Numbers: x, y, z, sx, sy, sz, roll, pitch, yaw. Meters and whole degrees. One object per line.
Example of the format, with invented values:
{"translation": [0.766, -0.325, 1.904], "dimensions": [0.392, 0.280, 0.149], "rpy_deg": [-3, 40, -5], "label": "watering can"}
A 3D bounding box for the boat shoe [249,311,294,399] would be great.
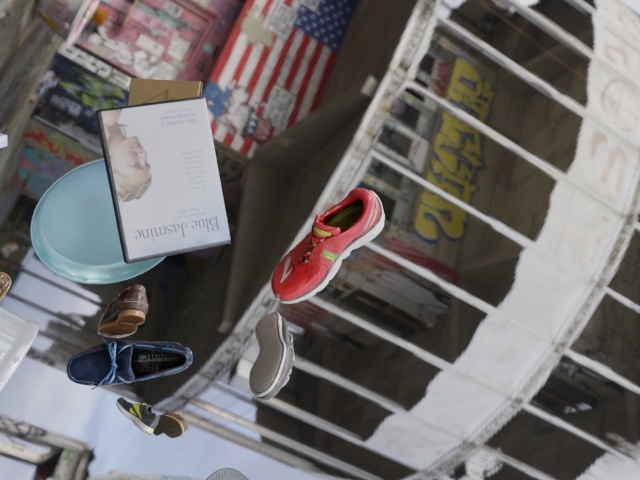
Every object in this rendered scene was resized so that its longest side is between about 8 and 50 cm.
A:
{"translation": [-0.105, 0.295, 1.833], "dimensions": [0.112, 0.095, 0.335], "rpy_deg": [-34, -158, 13], "label": "boat shoe"}

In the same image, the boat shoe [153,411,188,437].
{"translation": [-0.392, 0.479, 1.951], "dimensions": [0.060, 0.064, 0.178], "rpy_deg": [-21, -177, -37], "label": "boat shoe"}

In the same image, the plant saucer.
{"translation": [-0.434, -0.044, 1.530], "dimensions": [0.317, 0.318, 0.043], "rpy_deg": [-56, -137, 20], "label": "plant saucer"}

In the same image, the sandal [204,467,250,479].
{"translation": [-0.211, 0.506, 1.431], "dimensions": [0.054, 0.097, 0.254], "rpy_deg": [-49, 156, 18], "label": "sandal"}

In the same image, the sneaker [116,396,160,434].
{"translation": [-0.275, 0.260, 1.122], "dimensions": [0.035, 0.083, 0.031], "rpy_deg": [-50, 152, -15], "label": "sneaker"}

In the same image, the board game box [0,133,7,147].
{"translation": [-0.519, -0.145, 1.064], "dimensions": [0.090, 0.090, 0.020], "rpy_deg": [-44, 147, -61], "label": "board game box"}

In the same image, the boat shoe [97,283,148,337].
{"translation": [-0.404, 0.148, 1.528], "dimensions": [0.207, 0.073, 0.073], "rpy_deg": [-31, -127, 50], "label": "boat shoe"}

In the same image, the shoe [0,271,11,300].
{"translation": [-0.821, 0.166, 1.759], "dimensions": [0.058, 0.076, 0.219], "rpy_deg": [-32, -162, 46], "label": "shoe"}

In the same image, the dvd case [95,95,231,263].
{"translation": [-0.256, -0.101, 1.220], "dimensions": [0.022, 0.180, 0.253], "rpy_deg": [-172, -109, -68], "label": "dvd case"}

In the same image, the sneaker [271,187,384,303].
{"translation": [0.000, 0.000, 1.421], "dimensions": [0.279, 0.118, 0.107], "rpy_deg": [-45, -119, -4], "label": "sneaker"}

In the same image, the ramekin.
{"translation": [-0.702, 0.247, 1.475], "dimensions": [0.277, 0.135, 0.277], "rpy_deg": [-43, -159, 21], "label": "ramekin"}

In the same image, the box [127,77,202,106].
{"translation": [-0.411, -0.338, 1.934], "dimensions": [0.021, 0.201, 0.164], "rpy_deg": [16, 80, -75], "label": "box"}

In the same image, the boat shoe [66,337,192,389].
{"translation": [-0.402, 0.247, 1.554], "dimensions": [0.089, 0.258, 0.109], "rpy_deg": [157, -78, -76], "label": "boat shoe"}
